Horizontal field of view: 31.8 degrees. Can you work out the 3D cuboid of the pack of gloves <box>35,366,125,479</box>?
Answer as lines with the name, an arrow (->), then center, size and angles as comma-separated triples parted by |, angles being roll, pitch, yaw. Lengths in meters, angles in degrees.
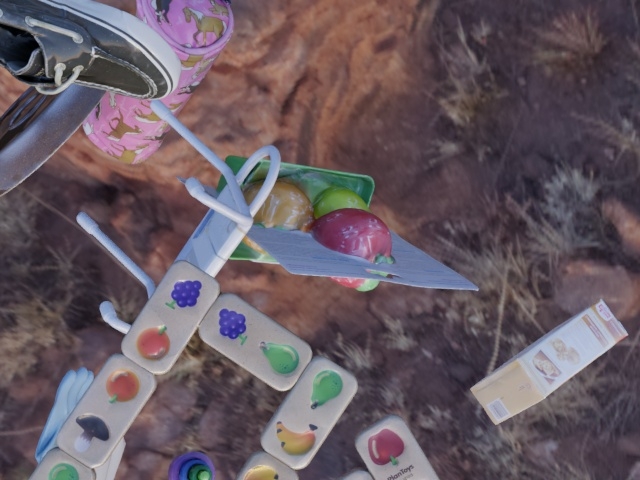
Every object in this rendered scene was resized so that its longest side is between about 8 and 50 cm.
pack of gloves -> -0.265, 0.249, 1.099 | 0.046, 0.195, 0.232 | 6, 51, 11

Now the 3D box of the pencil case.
pencil case -> -0.274, -0.276, 1.821 | 0.160, 0.386, 0.167 | 35, 55, -7

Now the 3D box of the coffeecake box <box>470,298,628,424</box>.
coffeecake box -> 0.329, 0.175, 1.619 | 0.185, 0.142, 0.068 | -30, 79, -30

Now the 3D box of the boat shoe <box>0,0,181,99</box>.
boat shoe -> -0.206, -0.145, 0.833 | 0.078, 0.219, 0.070 | -30, 46, 47

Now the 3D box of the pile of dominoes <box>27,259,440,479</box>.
pile of dominoes -> -0.061, 0.165, 0.566 | 0.196, 0.040, 0.251 | 33, 88, -2

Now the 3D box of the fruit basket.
fruit basket -> 0.000, 0.000, 1.610 | 0.353, 0.327, 0.165 | 43, 119, 48

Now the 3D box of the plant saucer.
plant saucer -> -0.430, -0.187, 1.712 | 0.311, 0.050, 0.310 | -34, 27, 20

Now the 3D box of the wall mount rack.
wall mount rack -> -0.209, -0.025, 1.502 | 0.350, 0.130, 0.304 | -54, 27, 13

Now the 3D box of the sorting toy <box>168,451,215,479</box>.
sorting toy -> -0.153, 0.485, 1.600 | 0.127, 0.126, 0.365 | -6, 83, -19
